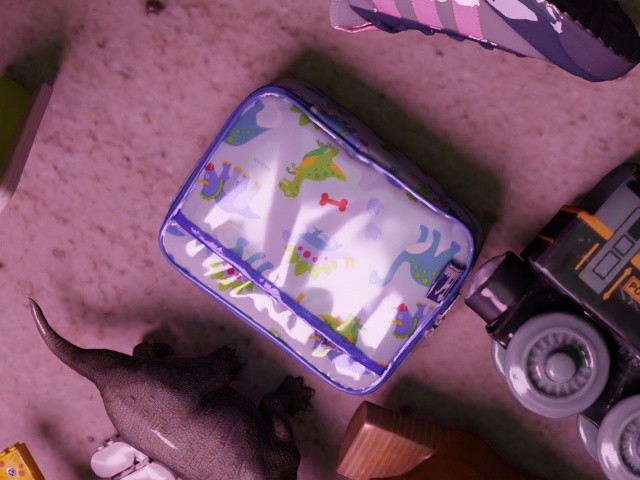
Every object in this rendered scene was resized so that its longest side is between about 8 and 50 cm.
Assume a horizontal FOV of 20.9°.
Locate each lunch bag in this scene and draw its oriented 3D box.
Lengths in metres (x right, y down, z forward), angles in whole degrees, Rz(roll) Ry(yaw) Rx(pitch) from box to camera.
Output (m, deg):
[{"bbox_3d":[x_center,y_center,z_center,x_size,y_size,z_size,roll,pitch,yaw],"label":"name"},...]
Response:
[{"bbox_3d":[0.000,0.000,1.308,0.219,0.090,0.176,39,106,1],"label":"lunch bag"}]

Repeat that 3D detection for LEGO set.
[{"bbox_3d":[-0.238,0.209,1.380,0.227,0.087,0.093,-28,96,11],"label":"LEGO set"}]

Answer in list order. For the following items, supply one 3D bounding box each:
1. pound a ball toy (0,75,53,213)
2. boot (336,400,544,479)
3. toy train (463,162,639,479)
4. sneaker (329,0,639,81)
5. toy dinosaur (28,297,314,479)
[{"bbox_3d":[-0.320,-0.097,1.241,0.208,0.319,0.136,38,104,-16],"label":"pound a ball toy"},{"bbox_3d":[0.107,0.236,1.223,0.211,0.295,0.104,24,120,-6],"label":"boot"},{"bbox_3d":[0.269,0.098,1.269,0.334,0.142,0.190,41,93,-1],"label":"toy train"},{"bbox_3d":[0.079,-0.190,1.265,0.319,0.112,0.131,35,120,3],"label":"sneaker"},{"bbox_3d":[-0.091,0.137,1.308,0.121,0.160,0.313,-42,94,13],"label":"toy dinosaur"}]
